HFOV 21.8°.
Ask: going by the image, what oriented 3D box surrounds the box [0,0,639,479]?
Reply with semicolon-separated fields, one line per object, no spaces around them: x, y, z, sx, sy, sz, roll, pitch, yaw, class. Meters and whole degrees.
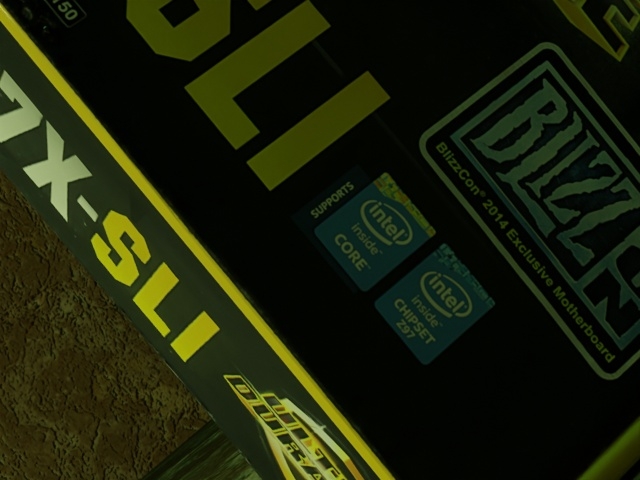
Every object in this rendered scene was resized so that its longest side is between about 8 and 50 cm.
0.015;-0.099;0.471;0.257;0.322;0.079;-38;-2;-25;box
